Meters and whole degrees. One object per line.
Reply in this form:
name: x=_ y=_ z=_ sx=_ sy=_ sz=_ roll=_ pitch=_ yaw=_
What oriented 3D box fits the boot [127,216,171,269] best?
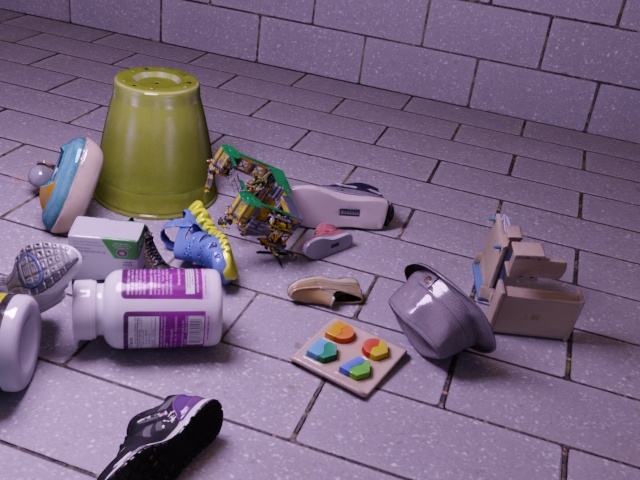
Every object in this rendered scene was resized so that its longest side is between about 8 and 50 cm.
boot: x=-0.400 y=0.041 z=1.819 sx=0.198 sy=0.137 sz=0.077 roll=23 pitch=33 yaw=25

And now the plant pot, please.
plant pot: x=-0.472 y=-0.299 z=2.188 sx=0.366 sy=0.353 sz=0.366 roll=6 pitch=30 yaw=-3

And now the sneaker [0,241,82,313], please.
sneaker: x=-0.581 y=0.087 z=1.580 sx=0.129 sy=0.297 sz=0.111 roll=7 pitch=61 yaw=-51

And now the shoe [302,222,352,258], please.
shoe: x=0.000 y=0.000 z=2.068 sx=0.178 sy=0.063 sz=0.081 roll=-14 pitch=34 yaw=-43

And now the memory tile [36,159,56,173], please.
memory tile: x=-0.736 y=-0.189 z=2.186 sx=0.148 sy=0.113 sz=0.012 roll=8 pitch=58 yaw=-2

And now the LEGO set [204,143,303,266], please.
LEGO set: x=-0.198 y=-0.079 z=2.006 sx=0.255 sy=0.192 sz=0.331 roll=15 pitch=32 yaw=-40

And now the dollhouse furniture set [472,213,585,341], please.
dollhouse furniture set: x=0.513 y=0.049 z=1.863 sx=0.198 sy=0.286 sz=0.303 roll=6 pitch=40 yaw=-3

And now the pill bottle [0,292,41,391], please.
pill bottle: x=-0.721 y=0.183 z=1.437 sx=0.334 sy=0.188 sz=0.188 roll=5 pitch=29 yaw=-5

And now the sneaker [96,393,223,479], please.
sneaker: x=-0.303 y=0.365 z=1.330 sx=0.124 sy=0.107 sz=0.283 roll=7 pitch=22 yaw=31

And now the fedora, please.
fedora: x=0.248 y=0.177 z=1.690 sx=0.124 sy=0.244 sz=0.275 roll=-37 pitch=47 yaw=-12

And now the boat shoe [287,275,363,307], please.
boat shoe: x=0.016 y=0.129 z=1.837 sx=0.190 sy=0.068 sz=0.072 roll=-4 pitch=42 yaw=-19

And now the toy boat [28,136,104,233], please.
toy boat: x=-0.697 y=-0.155 z=2.038 sx=0.148 sy=0.267 sz=0.318 roll=21 pitch=-5 yaw=-26

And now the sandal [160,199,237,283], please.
sandal: x=-0.308 y=0.020 z=1.916 sx=0.138 sy=0.126 sz=0.317 roll=-23 pitch=35 yaw=-18

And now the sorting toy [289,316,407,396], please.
sorting toy: x=0.065 y=0.245 z=1.664 sx=0.193 sy=0.038 sz=0.208 roll=23 pitch=32 yaw=25

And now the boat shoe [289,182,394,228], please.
boat shoe: x=0.035 y=-0.113 z=2.233 sx=0.340 sy=0.127 sz=0.158 roll=9 pitch=22 yaw=-13

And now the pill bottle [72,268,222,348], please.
pill bottle: x=-0.365 y=0.144 z=1.609 sx=0.301 sy=0.169 sz=0.169 roll=1 pitch=30 yaw=-13

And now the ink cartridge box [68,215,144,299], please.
ink cartridge box: x=-0.474 y=0.061 z=1.696 sx=0.153 sy=0.208 sz=0.087 roll=4 pitch=32 yaw=-4
